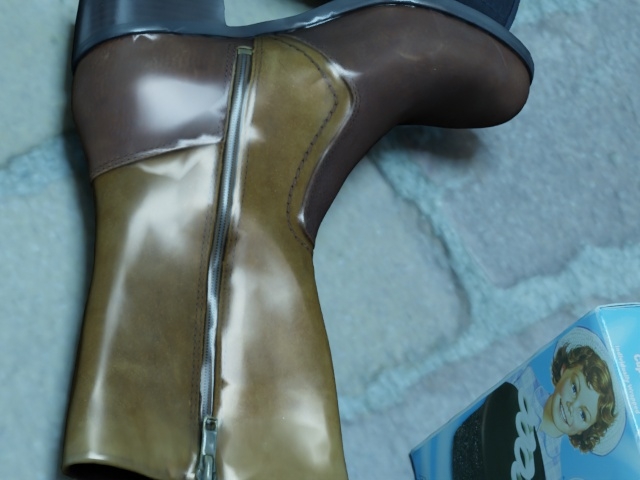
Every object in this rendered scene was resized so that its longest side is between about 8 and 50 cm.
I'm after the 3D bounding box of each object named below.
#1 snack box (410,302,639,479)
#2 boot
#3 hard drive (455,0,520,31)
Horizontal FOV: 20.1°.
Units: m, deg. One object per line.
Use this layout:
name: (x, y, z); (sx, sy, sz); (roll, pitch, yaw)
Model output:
snack box: (0.142, 0.211, 0.821); (0.060, 0.187, 0.322); (-1, 64, -28)
boot: (0.000, 0.000, 0.924); (0.264, 0.096, 0.280); (9, 60, -24)
hard drive: (0.065, -0.241, 1.088); (0.172, 0.054, 0.255); (35, 47, -34)
